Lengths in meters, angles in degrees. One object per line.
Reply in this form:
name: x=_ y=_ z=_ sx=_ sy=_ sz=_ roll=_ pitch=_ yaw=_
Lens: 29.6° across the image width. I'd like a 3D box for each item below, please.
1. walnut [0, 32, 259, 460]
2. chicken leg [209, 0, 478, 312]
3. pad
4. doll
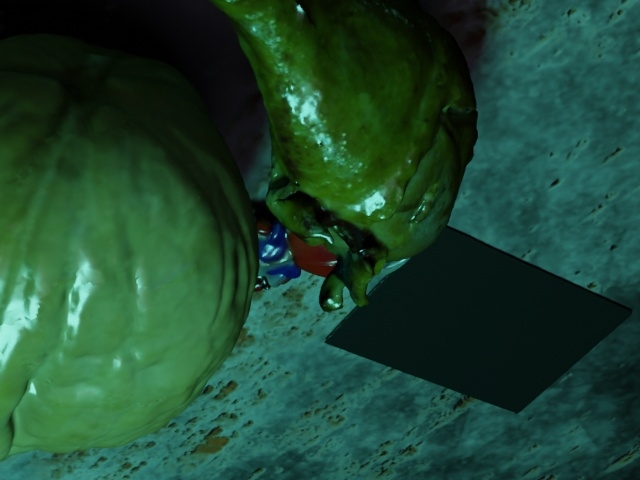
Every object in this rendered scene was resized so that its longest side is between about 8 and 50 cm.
walnut: x=-0.188 y=0.014 z=0.811 sx=0.277 sy=0.252 sz=0.313 roll=-5 pitch=138 yaw=-25
chicken leg: x=0.015 y=-0.121 z=0.765 sx=0.140 sy=0.211 sz=0.361 roll=2 pitch=143 yaw=23
pad: x=0.147 y=0.081 z=1.116 sx=0.245 sy=0.006 sz=0.170 roll=22 pitch=124 yaw=-30
doll: x=0.000 y=0.000 z=0.973 sx=0.195 sy=0.062 sz=0.104 roll=-11 pitch=118 yaw=10
